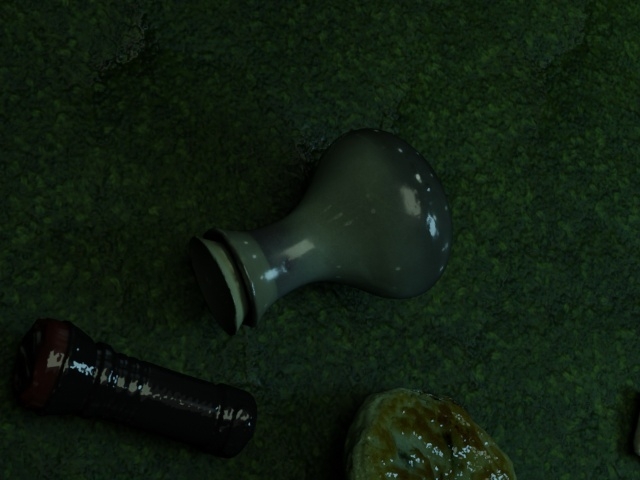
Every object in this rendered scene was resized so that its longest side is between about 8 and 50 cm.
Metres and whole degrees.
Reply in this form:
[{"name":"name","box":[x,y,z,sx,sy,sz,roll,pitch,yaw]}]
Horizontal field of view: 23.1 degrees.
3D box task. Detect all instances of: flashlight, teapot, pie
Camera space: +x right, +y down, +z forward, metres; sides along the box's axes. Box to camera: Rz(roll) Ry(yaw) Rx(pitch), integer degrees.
[{"name":"flashlight","box":[-0.173,0.145,1.488,0.232,0.093,0.093,20,66,-25]},{"name":"teapot","box":[0.000,0.000,1.579,0.251,0.183,0.183,-23,85,-18]},{"name":"pie","box":[0.118,0.252,1.570,0.240,0.054,0.240,29,39,-27]}]

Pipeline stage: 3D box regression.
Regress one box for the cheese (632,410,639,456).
[{"name":"cheese","box":[0.532,0.276,1.827,0.400,0.034,0.085,23,64,-18]}]
